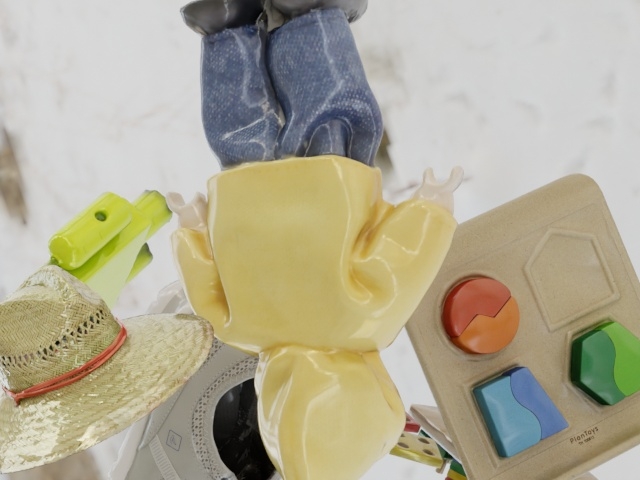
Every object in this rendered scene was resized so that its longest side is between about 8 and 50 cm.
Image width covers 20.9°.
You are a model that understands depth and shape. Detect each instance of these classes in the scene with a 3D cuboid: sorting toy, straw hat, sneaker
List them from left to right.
[{"bbox_3d":[-0.127,0.046,0.819,0.144,0.144,0.061,5,124,55],"label":"straw hat"},{"bbox_3d":[-0.082,0.170,1.201,0.115,0.105,0.281,31,125,41],"label":"sneaker"},{"bbox_3d":[0.150,0.198,1.538,0.132,0.274,0.046,38,113,54],"label":"sorting toy"},{"bbox_3d":[0.224,0.062,1.442,0.229,0.307,0.041,66,161,1],"label":"sorting toy"}]

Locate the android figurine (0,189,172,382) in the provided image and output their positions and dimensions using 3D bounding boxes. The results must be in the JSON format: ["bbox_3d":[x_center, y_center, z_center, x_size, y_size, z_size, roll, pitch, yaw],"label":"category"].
[{"bbox_3d":[-0.261,0.057,1.765,0.056,0.273,0.248,41,142,8],"label":"android figurine"}]

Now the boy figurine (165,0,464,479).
[{"bbox_3d":[0.000,0.000,0.953,0.177,0.092,0.285,-11,86,24],"label":"boy figurine"}]
